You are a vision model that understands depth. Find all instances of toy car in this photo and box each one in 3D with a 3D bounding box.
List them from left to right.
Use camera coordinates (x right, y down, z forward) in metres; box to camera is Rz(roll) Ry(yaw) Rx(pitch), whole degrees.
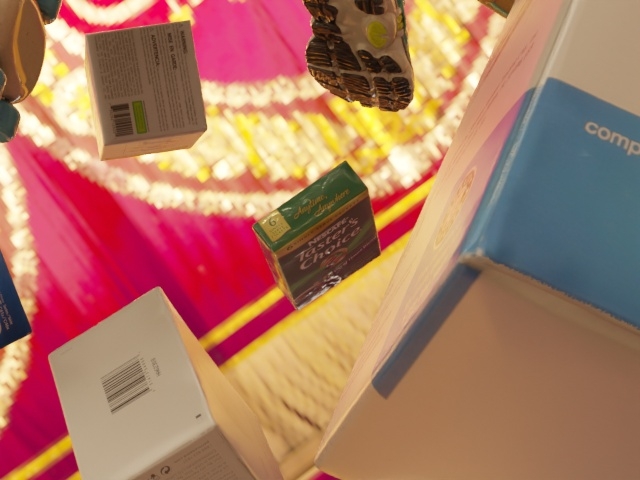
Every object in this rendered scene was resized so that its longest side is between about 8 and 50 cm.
[{"bbox_3d":[-0.480,-0.275,1.748,0.210,0.238,0.219,97,-172,-70],"label":"toy car"}]

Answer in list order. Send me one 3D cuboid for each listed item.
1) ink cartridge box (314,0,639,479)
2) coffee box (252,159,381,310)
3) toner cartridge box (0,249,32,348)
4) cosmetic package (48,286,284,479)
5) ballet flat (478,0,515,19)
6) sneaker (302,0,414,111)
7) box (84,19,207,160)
[{"bbox_3d":[0.166,-0.058,0.718,0.285,0.166,0.394,115,179,-62],"label":"ink cartridge box"},{"bbox_3d":[0.000,0.000,1.353,0.113,0.040,0.184,-34,-21,-8],"label":"coffee box"},{"bbox_3d":[-0.411,-0.050,1.341,0.165,0.347,0.075,-7,16,46],"label":"toner cartridge box"},{"bbox_3d":[-0.134,0.210,1.328,0.138,0.224,0.224,-32,37,1],"label":"cosmetic package"},{"bbox_3d":[0.183,-0.259,1.034,0.080,0.073,0.232,7,60,58],"label":"ballet flat"},{"bbox_3d":[0.048,-0.213,1.260,0.275,0.107,0.110,82,-152,-60],"label":"sneaker"},{"bbox_3d":[-0.182,-0.149,1.406,0.103,0.114,0.203,-9,0,-10],"label":"box"}]
